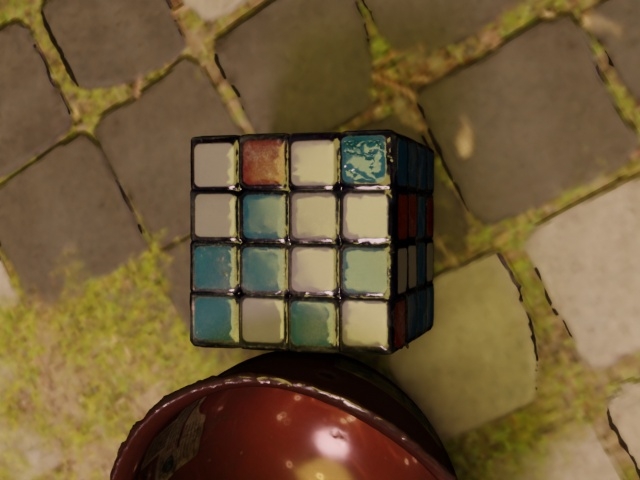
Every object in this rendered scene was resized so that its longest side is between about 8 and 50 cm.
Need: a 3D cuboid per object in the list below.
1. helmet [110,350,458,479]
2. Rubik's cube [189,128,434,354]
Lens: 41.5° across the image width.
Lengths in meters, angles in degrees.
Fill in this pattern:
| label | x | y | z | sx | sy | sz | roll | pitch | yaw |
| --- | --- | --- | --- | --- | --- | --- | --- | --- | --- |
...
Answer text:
| label | x | y | z | sx | sy | sz | roll | pitch | yaw |
| --- | --- | --- | --- | --- | --- | --- | --- | --- | --- |
| helmet | 0.005 | 0.117 | 0.384 | 0.175 | 0.106 | 0.155 | 32 | 112 | 5 |
| Rubik's cube | 0.000 | 0.000 | 0.389 | 0.092 | 0.092 | 0.092 | 0 | 92 | 17 |
